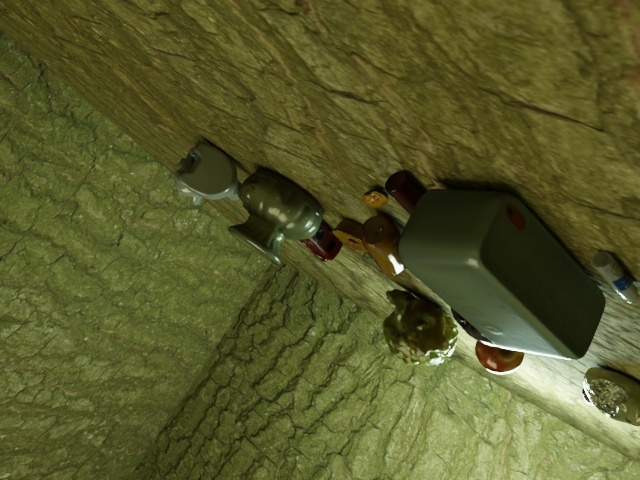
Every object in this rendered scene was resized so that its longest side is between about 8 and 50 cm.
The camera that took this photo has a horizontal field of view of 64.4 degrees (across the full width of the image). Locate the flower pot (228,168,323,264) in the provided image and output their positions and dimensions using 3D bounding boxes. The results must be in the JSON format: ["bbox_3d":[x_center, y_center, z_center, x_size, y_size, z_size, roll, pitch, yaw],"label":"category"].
[{"bbox_3d":[-0.168,-0.074,1.738,0.308,0.244,0.307,31,169,7],"label":"flower pot"}]

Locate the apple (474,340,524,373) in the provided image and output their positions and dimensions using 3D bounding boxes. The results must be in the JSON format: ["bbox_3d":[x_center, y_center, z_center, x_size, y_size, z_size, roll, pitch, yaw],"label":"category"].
[{"bbox_3d":[0.620,0.386,1.764,0.164,0.163,0.139,30,159,14],"label":"apple"}]

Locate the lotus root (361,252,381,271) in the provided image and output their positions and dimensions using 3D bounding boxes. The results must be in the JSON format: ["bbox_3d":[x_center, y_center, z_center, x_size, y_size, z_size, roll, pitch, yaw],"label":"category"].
[{"bbox_3d":[0.209,0.072,1.762,0.144,0.070,0.143,29,170,20],"label":"lotus root"}]

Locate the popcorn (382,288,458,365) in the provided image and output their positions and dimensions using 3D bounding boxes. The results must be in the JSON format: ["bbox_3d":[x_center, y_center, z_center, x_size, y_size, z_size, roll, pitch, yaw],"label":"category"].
[{"bbox_3d":[0.397,0.372,2.100,0.336,0.278,0.274,18,-173,11],"label":"popcorn"}]

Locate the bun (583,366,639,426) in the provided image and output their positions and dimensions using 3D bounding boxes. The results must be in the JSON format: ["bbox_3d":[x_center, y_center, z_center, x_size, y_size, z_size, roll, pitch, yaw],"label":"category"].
[{"bbox_3d":[0.870,0.465,1.469,0.237,0.116,0.210,32,170,-2],"label":"bun"}]

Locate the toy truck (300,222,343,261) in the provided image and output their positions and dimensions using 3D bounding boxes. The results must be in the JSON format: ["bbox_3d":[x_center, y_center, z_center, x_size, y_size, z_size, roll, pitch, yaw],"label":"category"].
[{"bbox_3d":[0.000,0.000,1.968,0.114,0.107,0.253,25,168,41],"label":"toy truck"}]

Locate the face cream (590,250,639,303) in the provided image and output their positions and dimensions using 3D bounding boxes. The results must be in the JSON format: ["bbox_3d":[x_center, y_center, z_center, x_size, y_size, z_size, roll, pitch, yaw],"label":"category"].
[{"bbox_3d":[0.510,0.067,0.871,0.130,0.034,0.034,39,169,-27],"label":"face cream"}]

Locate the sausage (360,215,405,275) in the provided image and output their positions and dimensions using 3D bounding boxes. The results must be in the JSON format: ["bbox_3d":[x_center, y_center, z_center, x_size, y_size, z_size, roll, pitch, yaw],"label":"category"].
[{"bbox_3d":[0.201,0.033,1.473,0.112,0.112,0.328,27,169,30],"label":"sausage"}]

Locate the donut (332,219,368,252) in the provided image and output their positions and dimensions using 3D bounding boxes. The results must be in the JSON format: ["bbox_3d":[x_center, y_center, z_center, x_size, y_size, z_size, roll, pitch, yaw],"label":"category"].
[{"bbox_3d":[0.115,-0.016,1.666,0.152,0.058,0.152,31,170,6],"label":"donut"}]

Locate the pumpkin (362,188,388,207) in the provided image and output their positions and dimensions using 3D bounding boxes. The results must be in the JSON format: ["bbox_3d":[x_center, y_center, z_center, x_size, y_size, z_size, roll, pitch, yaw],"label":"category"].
[{"bbox_3d":[0.137,-0.107,1.223,0.050,0.028,0.083,38,161,-19],"label":"pumpkin"}]

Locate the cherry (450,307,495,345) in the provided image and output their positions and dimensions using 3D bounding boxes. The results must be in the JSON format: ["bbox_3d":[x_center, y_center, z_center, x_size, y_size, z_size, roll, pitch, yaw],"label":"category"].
[{"bbox_3d":[0.422,0.167,1.255,0.195,0.195,0.195,32,170,6],"label":"cherry"}]

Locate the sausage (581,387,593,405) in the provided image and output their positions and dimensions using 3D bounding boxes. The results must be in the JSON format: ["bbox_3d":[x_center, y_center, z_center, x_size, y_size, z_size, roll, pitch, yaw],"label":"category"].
[{"bbox_3d":[0.940,0.528,1.698,0.076,0.076,0.141,35,169,-14],"label":"sausage"}]

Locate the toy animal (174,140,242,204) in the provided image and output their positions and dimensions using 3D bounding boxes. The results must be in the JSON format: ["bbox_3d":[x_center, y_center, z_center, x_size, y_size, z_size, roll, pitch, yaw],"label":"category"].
[{"bbox_3d":[-0.433,-0.234,1.948,0.241,0.196,0.368,35,168,-23],"label":"toy animal"}]

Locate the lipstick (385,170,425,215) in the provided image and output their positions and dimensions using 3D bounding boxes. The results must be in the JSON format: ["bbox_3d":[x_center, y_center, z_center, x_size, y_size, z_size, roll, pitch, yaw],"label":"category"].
[{"bbox_3d":[0.265,-0.028,1.125,0.357,0.057,0.057,38,169,-35],"label":"lipstick"}]

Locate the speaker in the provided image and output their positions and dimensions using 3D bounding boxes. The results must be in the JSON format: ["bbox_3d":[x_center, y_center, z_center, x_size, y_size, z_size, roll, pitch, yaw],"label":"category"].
[{"bbox_3d":[0.354,0.068,0.967,0.406,0.183,0.184,38,164,-27],"label":"speaker"}]
